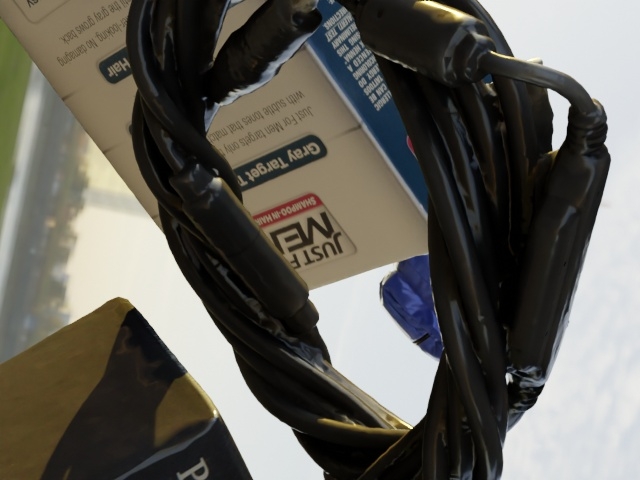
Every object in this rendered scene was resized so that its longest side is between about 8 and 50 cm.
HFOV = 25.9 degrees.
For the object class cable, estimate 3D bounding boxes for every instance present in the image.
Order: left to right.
[{"bbox_3d":[0.000,0.000,0.378,0.047,0.151,0.184,-34,144,-37],"label":"cable"}]

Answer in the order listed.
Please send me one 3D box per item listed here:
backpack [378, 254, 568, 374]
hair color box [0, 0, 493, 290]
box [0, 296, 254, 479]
[{"bbox_3d":[0.106,0.041,0.966,0.101,0.120,0.098,-47,180,5],"label":"backpack"},{"bbox_3d":[-0.068,-0.139,0.690,0.174,0.347,0.105,-20,-159,46],"label":"hair color box"},{"bbox_3d":[-0.080,0.128,0.393,0.093,0.158,0.156,35,-28,60],"label":"box"}]
